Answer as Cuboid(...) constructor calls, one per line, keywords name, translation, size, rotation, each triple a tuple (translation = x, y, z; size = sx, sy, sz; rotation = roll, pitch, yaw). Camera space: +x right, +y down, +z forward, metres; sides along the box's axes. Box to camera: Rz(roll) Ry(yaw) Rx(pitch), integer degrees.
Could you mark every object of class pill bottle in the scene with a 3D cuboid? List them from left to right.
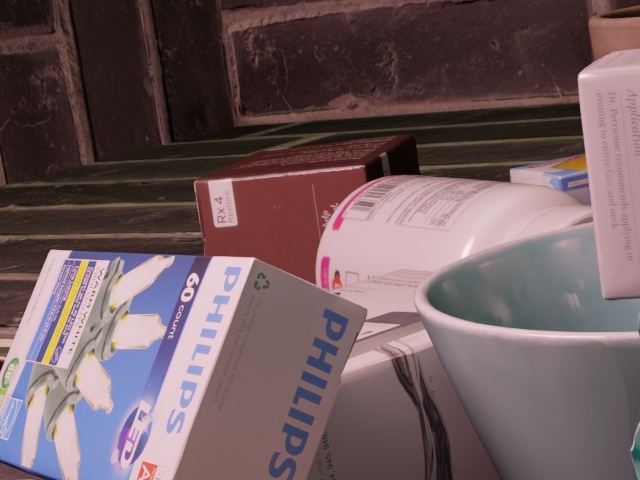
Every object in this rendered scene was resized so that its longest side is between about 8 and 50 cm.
Cuboid(name="pill bottle", translation=(0.130, 0.034, 1.257), size=(0.160, 0.160, 0.283), rotation=(-13, 11, -28))

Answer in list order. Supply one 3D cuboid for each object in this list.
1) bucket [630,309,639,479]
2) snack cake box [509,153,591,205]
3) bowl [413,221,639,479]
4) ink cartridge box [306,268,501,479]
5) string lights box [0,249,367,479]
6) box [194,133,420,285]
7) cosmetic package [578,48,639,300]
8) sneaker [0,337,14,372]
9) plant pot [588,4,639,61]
Cuboid(name="bucket", translation=(0.217, 0.086, 0.569), size=(0.183, 0.281, 0.281), rotation=(1, 10, 4))
Cuboid(name="snack cake box", translation=(0.302, -0.009, 1.386), size=(0.264, 0.152, 0.089), rotation=(-13, 11, -21))
Cuboid(name="bowl", translation=(0.214, 0.086, 0.870), size=(0.311, 0.163, 0.311), rotation=(-8, 9, 1))
Cuboid(name="ink cartridge box", translation=(0.020, 0.108, 1.047), size=(0.272, 0.115, 0.198), rotation=(-16, 12, -35))
Cuboid(name="string lights box", translation=(-0.091, 0.080, 0.879), size=(0.076, 0.133, 0.259), rotation=(26, -13, -29))
Cuboid(name="box", translation=(0.000, 0.000, 1.542), size=(0.167, 0.169, 0.203), rotation=(-5, 10, 17))
Cuboid(name="cosmetic package", translation=(0.245, -0.041, 0.759), size=(0.231, 0.117, 0.085), rotation=(-3, 13, 21))
Cuboid(name="sneaker", translation=(-0.227, 0.119, 1.382), size=(0.192, 0.064, 0.086), rotation=(-5, 18, 22))
Cuboid(name="plant pot", translation=(0.368, -0.043, 1.142), size=(0.323, 0.280, 0.323), rotation=(-9, 10, 2))
